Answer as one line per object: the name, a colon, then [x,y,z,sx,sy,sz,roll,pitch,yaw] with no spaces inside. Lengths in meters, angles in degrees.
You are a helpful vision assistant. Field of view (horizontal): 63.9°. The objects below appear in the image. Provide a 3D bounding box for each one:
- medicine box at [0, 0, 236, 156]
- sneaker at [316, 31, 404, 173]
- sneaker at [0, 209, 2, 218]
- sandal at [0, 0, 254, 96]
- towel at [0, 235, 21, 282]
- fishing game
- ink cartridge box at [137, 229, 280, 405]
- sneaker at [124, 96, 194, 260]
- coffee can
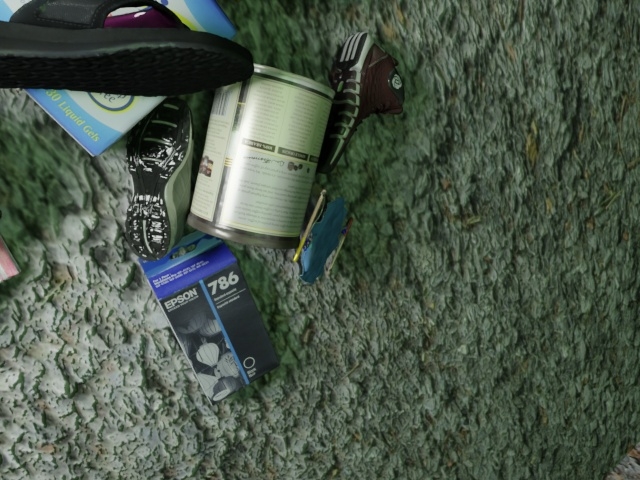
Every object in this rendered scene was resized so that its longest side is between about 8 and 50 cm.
medicine box: [-0.324,-0.319,0.749,0.289,0.149,0.263,-45,120,-9]
sneaker: [0.091,-0.250,1.021,0.162,0.106,0.282,16,96,-34]
sneaker: [-0.526,-0.084,0.632,0.130,0.109,0.286,-53,151,-30]
sandal: [-0.289,-0.248,0.614,0.445,0.167,0.107,-6,90,-27]
towel: [-0.558,0.033,0.744,0.197,0.029,0.144,-42,125,-48]
fishing game: [0.000,0.000,1.006,0.189,0.041,0.264,-68,164,1]
ink cartridge box: [-0.208,0.147,0.999,0.165,0.065,0.333,-28,115,-18]
sneaker: [-0.266,-0.106,0.873,0.100,0.108,0.272,13,103,5]
coffee can: [-0.103,-0.143,0.888,0.201,0.201,0.276,9,100,-30]
